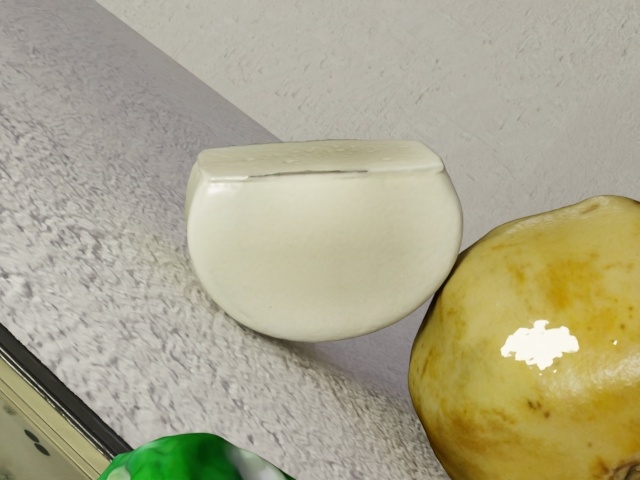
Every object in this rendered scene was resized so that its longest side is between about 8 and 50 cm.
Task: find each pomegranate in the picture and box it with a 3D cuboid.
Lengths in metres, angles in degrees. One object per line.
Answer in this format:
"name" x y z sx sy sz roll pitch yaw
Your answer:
"pomegranate" 0.249 0.121 0.962 0.332 0.332 0.332 37 8 -6

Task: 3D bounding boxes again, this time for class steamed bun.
"steamed bun" 0.000 0.000 0.958 0.242 0.164 0.146 -3 15 -7

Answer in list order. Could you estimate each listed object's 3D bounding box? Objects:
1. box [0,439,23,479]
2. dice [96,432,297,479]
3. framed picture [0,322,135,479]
"box" -0.167 0.077 0.463 0.083 0.012 0.046 44 12 34
"dice" -0.032 0.142 0.315 0.131 0.120 0.128 38 7 -12
"framed picture" -0.166 0.074 0.422 0.195 0.010 0.199 39 16 16
